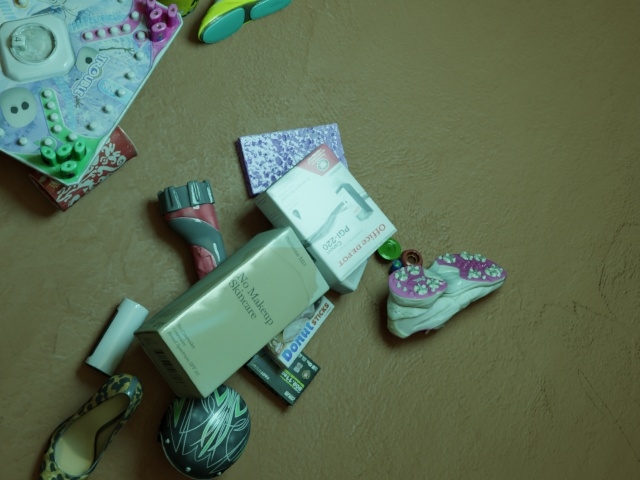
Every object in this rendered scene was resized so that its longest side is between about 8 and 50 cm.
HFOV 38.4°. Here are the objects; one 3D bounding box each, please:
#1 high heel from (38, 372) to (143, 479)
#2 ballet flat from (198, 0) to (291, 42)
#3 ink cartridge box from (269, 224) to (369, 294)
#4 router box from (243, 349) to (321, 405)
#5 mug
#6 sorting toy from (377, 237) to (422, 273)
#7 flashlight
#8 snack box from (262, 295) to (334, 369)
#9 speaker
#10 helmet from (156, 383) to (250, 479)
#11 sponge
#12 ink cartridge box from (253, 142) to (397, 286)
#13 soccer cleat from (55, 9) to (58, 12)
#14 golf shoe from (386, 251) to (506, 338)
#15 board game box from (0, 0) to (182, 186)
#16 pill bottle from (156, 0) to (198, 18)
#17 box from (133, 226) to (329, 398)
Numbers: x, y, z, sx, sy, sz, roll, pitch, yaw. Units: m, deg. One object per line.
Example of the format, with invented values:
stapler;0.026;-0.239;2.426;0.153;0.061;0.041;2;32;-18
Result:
high heel;-0.392;0.334;1.527;0.093;0.186;0.261;36;71;-11
ballet flat;-0.161;-0.463;1.816;0.231;0.077;0.077;-32;71;-24
ink cartridge box;0.000;0.000;1.780;0.190;0.082;0.140;27;73;-12
router box;-0.074;0.239;1.735;0.122;0.038;0.092;42;70;-8
mug;-0.441;-0.151;1.646;0.150;0.113;0.169;40;74;14
sorting toy;0.155;0.039;1.856;0.101;0.042;0.061;24;58;-2
flashlight;-0.218;0.045;1.689;0.103;0.103;0.304;-14;88;24
snack box;-0.042;0.162;1.739;0.064;0.022;0.178;46;50;-8
speaker;-0.361;0.172;1.637;0.055;0.055;0.136;32;72;-12
helmet;-0.202;0.331;1.608;0.169;0.161;0.170;3;80;-19
sponge;-0.053;-0.160;1.816;0.210;0.031;0.117;-11;84;-21
ink cartridge box;0.009;-0.045;1.699;0.158;0.092;0.218;-42;96;-21
soccer cleat;-0.520;-0.409;1.684;0.178;0.060;0.072;26;83;-7
golf shoe;0.246;0.109;1.848;0.306;0.115;0.140;-10;125;-35
board game box;-0.500;-0.344;1.603;0.389;0.050;0.390;28;69;0
pill bottle;-0.264;-0.501;1.705;0.119;0.208;0.119;3;80;-19
box;-0.150;0.121;1.594;0.311;0.121;0.148;-41;105;-29
